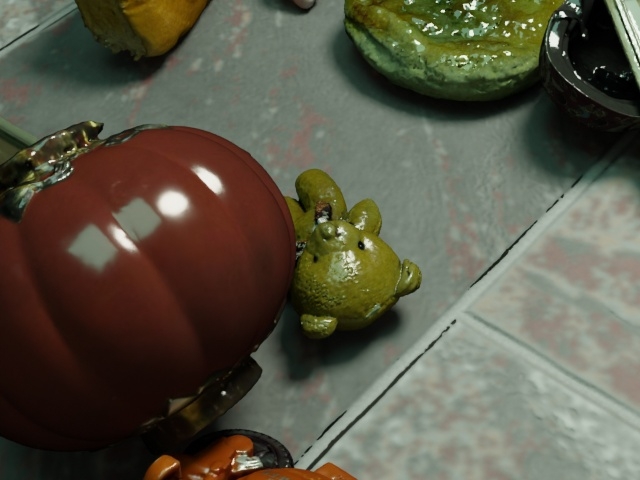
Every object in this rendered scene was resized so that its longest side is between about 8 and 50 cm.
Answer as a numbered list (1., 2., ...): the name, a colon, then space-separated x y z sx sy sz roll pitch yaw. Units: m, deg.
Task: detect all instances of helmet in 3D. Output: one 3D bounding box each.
1. helmet: 0.295 -0.178 1.106 0.153 0.107 0.177 35 63 5

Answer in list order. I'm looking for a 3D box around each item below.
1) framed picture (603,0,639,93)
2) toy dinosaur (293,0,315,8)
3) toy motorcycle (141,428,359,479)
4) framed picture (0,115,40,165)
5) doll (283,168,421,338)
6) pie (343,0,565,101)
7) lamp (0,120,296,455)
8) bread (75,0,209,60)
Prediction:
1. framed picture: 0.412 -0.149 1.043 0.217 0.017 0.274 -8 65 -14
2. toy dinosaur: -0.004 -0.399 1.358 0.177 0.152 0.194 -24 90 -13
3. toy motorcycle: -0.025 0.242 0.758 0.326 0.147 0.221 26 34 35
4. framed picture: -0.433 -0.018 1.128 0.446 0.028 0.326 29 58 30
5. doll: 0.000 0.000 1.003 0.137 0.097 0.209 -28 45 -9
6. pie: 0.167 -0.261 1.224 0.277 0.078 0.277 -4 49 4
7. lamp: -0.162 0.038 0.862 0.303 0.303 0.257 -35 94 -22
8. bread: -0.203 -0.337 1.285 0.121 0.174 0.245 8 42 21
